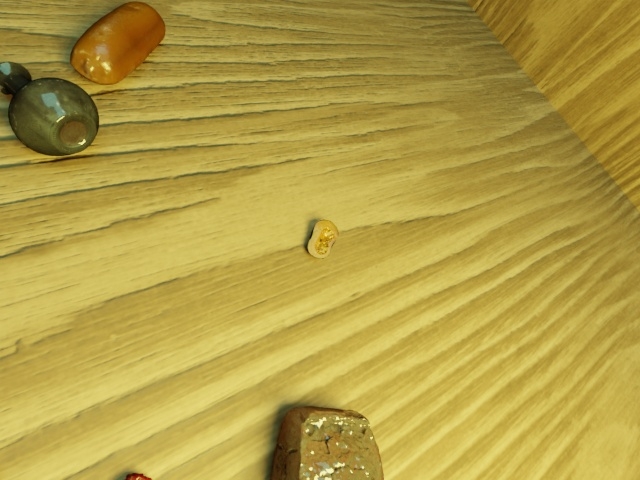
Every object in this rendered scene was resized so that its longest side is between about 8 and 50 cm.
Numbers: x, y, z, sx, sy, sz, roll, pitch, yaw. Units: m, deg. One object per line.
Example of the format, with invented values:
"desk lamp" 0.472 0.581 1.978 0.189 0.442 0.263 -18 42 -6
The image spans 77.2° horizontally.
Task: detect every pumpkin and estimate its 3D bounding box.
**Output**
"pumpkin" 0.000 0.001 0.765 0.050 0.028 0.083 31 61 -6

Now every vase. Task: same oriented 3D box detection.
"vase" -0.434 -0.210 0.620 0.183 0.120 0.120 37 50 15

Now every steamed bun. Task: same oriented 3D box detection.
"steamed bun" 0.013 0.314 0.533 0.145 0.106 0.175 15 54 -19

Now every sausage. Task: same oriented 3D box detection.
"sausage" -0.377 -0.376 0.756 0.098 0.098 0.238 25 52 -12

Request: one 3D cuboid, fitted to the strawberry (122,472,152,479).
"strawberry" -0.226 0.336 0.431 0.104 0.048 0.152 23 57 -18
